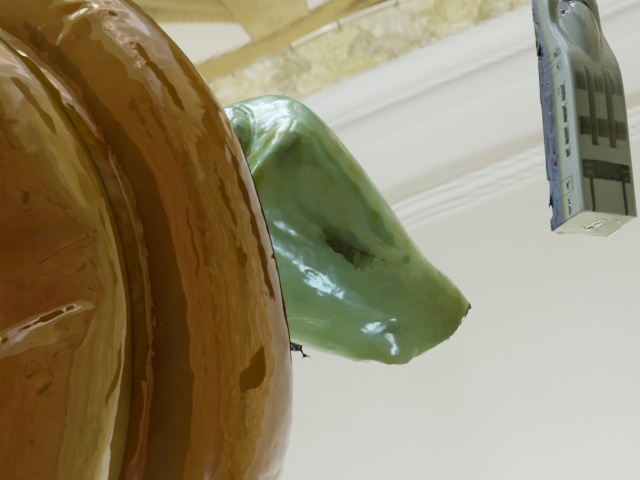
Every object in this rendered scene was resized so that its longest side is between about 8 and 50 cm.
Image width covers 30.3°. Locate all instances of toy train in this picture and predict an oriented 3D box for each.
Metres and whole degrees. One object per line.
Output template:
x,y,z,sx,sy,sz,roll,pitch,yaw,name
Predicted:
0.195,-0.119,0.888,0.052,0.051,0.234,7,-111,-18,toy train

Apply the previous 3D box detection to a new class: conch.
-0.018,0.007,0.869,0.137,0.251,0.143,-8,-147,49,conch

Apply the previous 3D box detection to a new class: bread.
-0.205,0.033,0.689,0.329,0.245,0.424,-31,-104,45,bread
